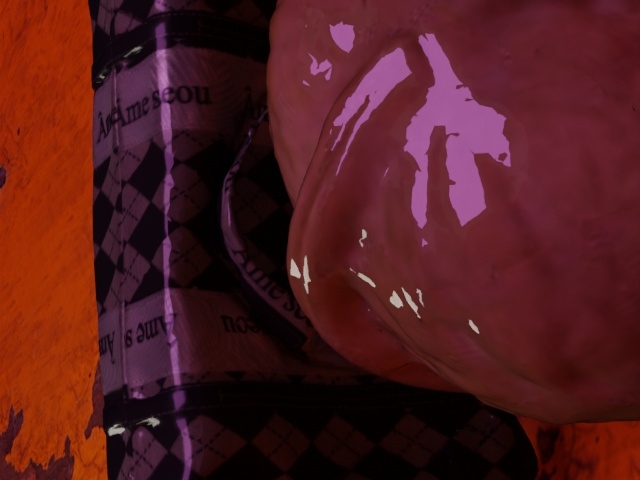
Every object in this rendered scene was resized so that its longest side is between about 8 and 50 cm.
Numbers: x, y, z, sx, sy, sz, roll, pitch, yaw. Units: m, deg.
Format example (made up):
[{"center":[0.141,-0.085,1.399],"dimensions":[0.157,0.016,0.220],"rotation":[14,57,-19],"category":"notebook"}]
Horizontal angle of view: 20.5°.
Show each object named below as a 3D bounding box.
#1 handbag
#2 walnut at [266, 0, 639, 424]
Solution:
[{"center":[0.000,0.000,1.256],"dimensions":[0.180,0.317,0.416],"rotation":[-23,66,57],"category":"handbag"},{"center":[0.142,-0.052,1.049],"dimensions":[0.381,0.381,0.381],"rotation":[-33,51,55],"category":"walnut"}]
